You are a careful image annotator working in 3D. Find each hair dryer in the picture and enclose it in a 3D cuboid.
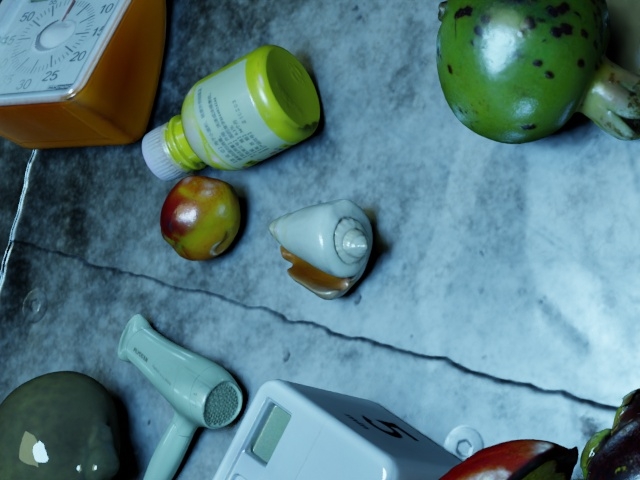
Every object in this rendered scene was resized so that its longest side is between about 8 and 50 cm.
[{"bbox_3d":[-0.203,0.233,1.702,0.206,0.075,0.237,27,102,44],"label":"hair dryer"}]

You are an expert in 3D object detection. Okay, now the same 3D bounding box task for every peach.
[{"bbox_3d":[-0.144,-0.029,1.701,0.100,0.100,0.101,-10,72,33],"label":"peach"},{"bbox_3d":[0.139,0.277,1.354,0.279,0.189,0.068,-51,57,21],"label":"peach"}]

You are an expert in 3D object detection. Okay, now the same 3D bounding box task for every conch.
[{"bbox_3d":[-0.006,0.008,1.593,0.176,0.104,0.094,-5,35,39],"label":"conch"}]

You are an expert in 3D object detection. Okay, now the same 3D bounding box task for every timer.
[{"bbox_3d":[-0.333,-0.259,1.861,0.257,0.161,0.250,0,70,36],"label":"timer"},{"bbox_3d":[0.019,0.275,1.437,0.194,0.195,0.192,31,96,38],"label":"timer"}]

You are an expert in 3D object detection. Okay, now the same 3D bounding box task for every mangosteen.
[{"bbox_3d":[0.310,0.221,1.277,0.166,0.166,0.180,-61,29,6],"label":"mangosteen"}]

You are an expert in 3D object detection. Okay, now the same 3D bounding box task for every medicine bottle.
[{"bbox_3d":[-0.116,-0.140,1.691,0.212,0.121,0.122,-25,64,29],"label":"medicine bottle"}]

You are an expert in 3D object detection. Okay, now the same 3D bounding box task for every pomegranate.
[{"bbox_3d":[0.231,-0.187,1.434,0.247,0.202,0.202,28,95,7],"label":"pomegranate"}]

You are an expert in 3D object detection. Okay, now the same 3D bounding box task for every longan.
[{"bbox_3d":[-0.315,0.251,1.701,0.204,0.159,0.185,12,82,45],"label":"longan"}]
